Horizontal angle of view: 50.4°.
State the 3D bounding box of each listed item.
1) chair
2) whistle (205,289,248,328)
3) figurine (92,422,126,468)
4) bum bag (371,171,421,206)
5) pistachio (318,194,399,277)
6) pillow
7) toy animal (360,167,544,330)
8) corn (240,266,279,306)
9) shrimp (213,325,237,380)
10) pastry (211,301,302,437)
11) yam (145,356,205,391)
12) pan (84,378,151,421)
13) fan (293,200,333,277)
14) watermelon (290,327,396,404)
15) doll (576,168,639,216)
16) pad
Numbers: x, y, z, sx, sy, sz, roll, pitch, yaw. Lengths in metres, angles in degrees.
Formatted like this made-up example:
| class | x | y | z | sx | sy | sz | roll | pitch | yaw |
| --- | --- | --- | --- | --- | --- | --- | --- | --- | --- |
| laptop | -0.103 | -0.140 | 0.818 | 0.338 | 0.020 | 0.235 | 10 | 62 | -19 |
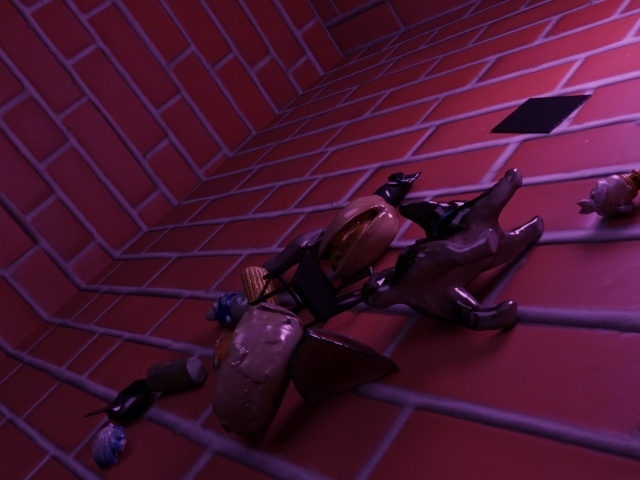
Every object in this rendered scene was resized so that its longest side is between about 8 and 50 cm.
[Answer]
| class | x | y | z | sx | sy | sz | roll | pitch | yaw |
| --- | --- | --- | --- | --- | --- | --- | --- | --- | --- |
| chair | -0.017 | 0.116 | 1.607 | 0.260 | 0.141 | 0.154 | -28 | 19 | 24 |
| whistle | -0.233 | 0.185 | 1.844 | 0.244 | 0.092 | 0.110 | -13 | 34 | 43 |
| figurine | -0.511 | 0.501 | 1.640 | 0.114 | 0.079 | 0.114 | -19 | 63 | 43 |
| bum bag | 0.176 | -0.114 | 1.888 | 0.310 | 0.074 | 0.137 | -45 | 10 | -38 |
| pistachio | 0.096 | -0.011 | 1.704 | 0.229 | 0.157 | 0.157 | -45 | 21 | 0 |
| pillow | -0.084 | 0.044 | 1.847 | 0.255 | 0.059 | 0.169 | -40 | -7 | 36 |
| toy animal | 0.248 | 0.017 | 1.344 | 0.302 | 0.194 | 0.344 | -12 | 25 | 36 |
| corn | -0.151 | 0.140 | 1.734 | 0.063 | 0.085 | 0.165 | -41 | 47 | 24 |
| shrimp | -0.178 | 0.284 | 1.607 | 0.164 | 0.062 | 0.317 | -25 | 23 | 5 |
| pastry | -0.124 | 0.256 | 1.352 | 0.265 | 0.133 | 0.265 | 21 | -90 | -82 |
| yam | -0.371 | 0.343 | 1.740 | 0.179 | 0.078 | 0.078 | -20 | 26 | 36 |
| pan | -0.524 | 0.435 | 1.813 | 0.202 | 0.048 | 0.128 | -15 | 28 | 40 |
| fan | 0.001 | 0.001 | 1.741 | 0.182 | 0.010 | 0.310 | -44 | -18 | -36 |
| watermelon | 0.036 | 0.209 | 1.319 | 0.202 | 0.207 | 0.136 | -16 | 51 | 7 |
| doll | 0.547 | -0.076 | 1.268 | 0.127 | 0.073 | 0.084 | -30 | 53 | 7 |
| pad | 0.591 | -0.343 | 1.845 | 0.170 | 0.006 | 0.245 | -39 | 22 | -13 |
